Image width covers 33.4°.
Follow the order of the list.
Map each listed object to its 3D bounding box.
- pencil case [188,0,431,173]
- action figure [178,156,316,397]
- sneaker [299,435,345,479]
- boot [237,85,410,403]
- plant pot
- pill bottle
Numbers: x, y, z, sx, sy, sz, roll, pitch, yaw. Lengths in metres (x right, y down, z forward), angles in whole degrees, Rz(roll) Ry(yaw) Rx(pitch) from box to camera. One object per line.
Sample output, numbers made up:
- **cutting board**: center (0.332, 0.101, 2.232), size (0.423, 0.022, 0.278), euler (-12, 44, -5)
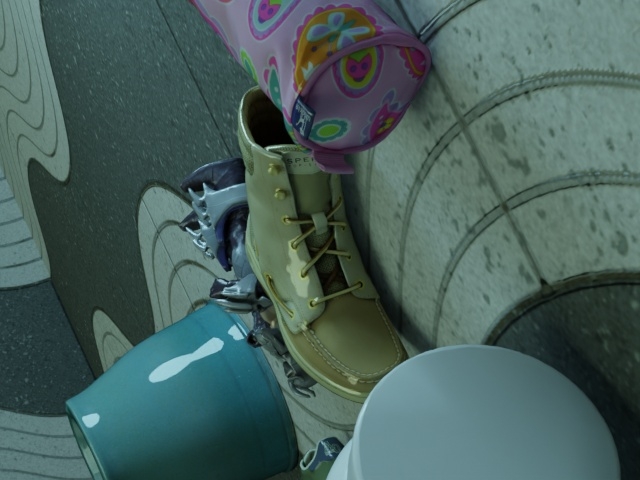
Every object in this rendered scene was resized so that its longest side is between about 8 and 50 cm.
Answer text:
- **pencil case**: center (-0.037, -0.179, 0.815), size (0.284, 0.124, 0.124), euler (52, 155, 32)
- **action figure**: center (-0.068, 0.053, 1.156), size (0.185, 0.099, 0.285), euler (75, 168, -59)
- **sneaker**: center (0.008, 0.295, 1.299), size (0.192, 0.064, 0.086), euler (111, 139, -61)
- **boot**: center (0.000, 0.000, 0.956), size (0.203, 0.095, 0.262), euler (89, 156, -45)
- **plant pot**: center (-0.209, 0.255, 1.504), size (0.271, 0.255, 0.271), euler (51, 154, 37)
- **pill bottle**: center (0.098, 0.249, 0.812), size (0.210, 0.210, 0.362), euler (52, 155, 33)
